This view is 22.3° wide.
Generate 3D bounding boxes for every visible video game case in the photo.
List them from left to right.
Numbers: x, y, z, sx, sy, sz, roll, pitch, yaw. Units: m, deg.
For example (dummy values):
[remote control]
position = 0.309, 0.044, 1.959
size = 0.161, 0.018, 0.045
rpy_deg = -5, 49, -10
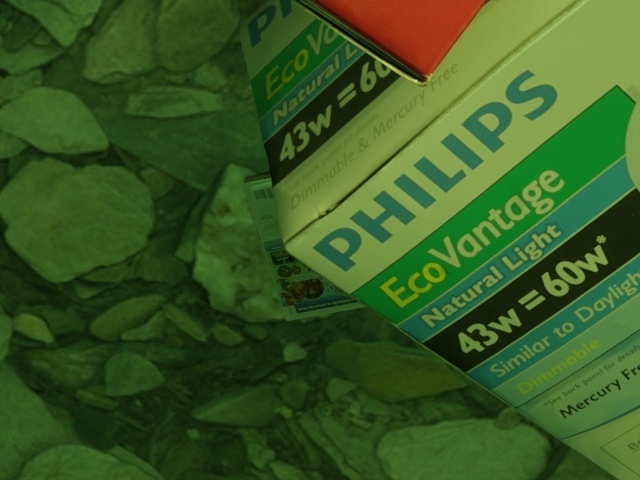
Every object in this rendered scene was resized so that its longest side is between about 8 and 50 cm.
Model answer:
[video game case]
position = 0.000, 0.000, 1.222
size = 0.087, 0.011, 0.122
rpy_deg = -11, 116, 11

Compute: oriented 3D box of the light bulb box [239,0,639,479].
[light bulb box]
position = 0.205, -0.082, 0.986
size = 0.358, 0.225, 0.361
rpy_deg = -40, 127, 22

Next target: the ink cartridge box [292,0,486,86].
[ink cartridge box]
position = 0.078, -0.246, 0.788
size = 0.130, 0.272, 0.309
rpy_deg = 31, 105, -24
